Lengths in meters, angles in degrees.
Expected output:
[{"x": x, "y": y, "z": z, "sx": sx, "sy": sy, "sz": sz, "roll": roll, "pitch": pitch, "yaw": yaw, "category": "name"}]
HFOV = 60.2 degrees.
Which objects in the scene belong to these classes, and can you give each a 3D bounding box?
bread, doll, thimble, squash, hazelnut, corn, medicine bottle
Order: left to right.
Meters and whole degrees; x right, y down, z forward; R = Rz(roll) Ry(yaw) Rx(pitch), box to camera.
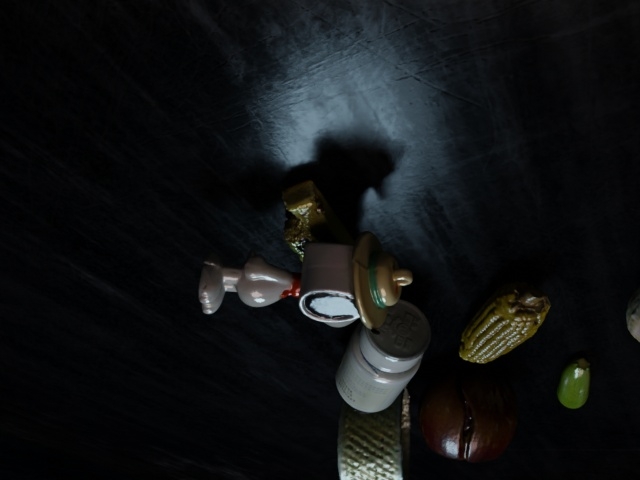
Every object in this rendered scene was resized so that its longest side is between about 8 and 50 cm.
[{"x": -0.030, "y": 0.064, "z": 0.782, "sx": 0.271, "sy": 0.144, "sz": 0.208, "roll": 12, "pitch": 152, "yaw": -17, "category": "doll"}, {"x": 0.000, "y": 0.000, "z": 0.852, "sx": 0.087, "sy": 0.049, "sz": 0.226, "roll": -14, "pitch": 140, "yaw": 23, "category": "bread"}, {"x": 0.136, "y": 0.475, "z": 1.307, "sx": 0.149, "sy": 0.271, "sz": 0.271, "roll": -3, "pitch": 143, "yaw": 13, "category": "thimble"}, {"x": 0.118, "y": 0.228, "z": 1.074, "sx": 0.143, "sy": 0.144, "sz": 0.258, "roll": 8, "pitch": 145, "yaw": -6, "category": "medicine bottle"}, {"x": 0.325, "y": 0.379, "z": 1.243, "sx": 0.233, "sy": 0.218, "sz": 0.218, "roll": 7, "pitch": 149, "yaw": -38, "category": "hazelnut"}, {"x": 0.324, "y": 0.153, "z": 0.999, "sx": 0.096, "sy": 0.097, "sz": 0.262, "roll": 9, "pitch": 147, "yaw": -8, "category": "corn"}, {"x": 0.569, "y": 0.317, "z": 1.229, "sx": 0.066, "sy": 0.066, "sz": 0.201, "roll": -5, "pitch": 140, "yaw": 11, "category": "squash"}]

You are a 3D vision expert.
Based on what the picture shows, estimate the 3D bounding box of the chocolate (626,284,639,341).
[{"x": 0.557, "y": 0.084, "z": 0.851, "sx": 0.134, "sy": 0.134, "sz": 0.309, "roll": -6, "pitch": 143, "yaw": 13, "category": "chocolate"}]
